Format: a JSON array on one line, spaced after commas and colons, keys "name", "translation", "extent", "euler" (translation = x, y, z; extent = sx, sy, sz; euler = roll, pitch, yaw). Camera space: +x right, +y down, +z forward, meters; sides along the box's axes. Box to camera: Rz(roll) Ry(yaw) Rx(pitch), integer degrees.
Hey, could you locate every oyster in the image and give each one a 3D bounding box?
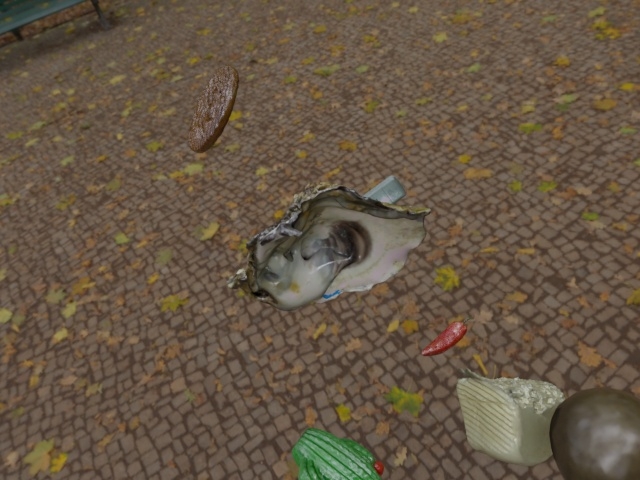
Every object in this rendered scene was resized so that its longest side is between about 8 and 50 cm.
[{"name": "oyster", "translation": [0.010, 0.008, 0.587], "extent": [0.223, 0.214, 0.083], "euler": [3, 53, -23]}]

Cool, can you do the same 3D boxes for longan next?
[{"name": "longan", "translation": [0.663, 0.473, 1.119], "extent": [0.258, 0.258, 0.258], "euler": [-9, 44, 9]}]

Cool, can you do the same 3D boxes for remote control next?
[{"name": "remote control", "translation": [0.103, -0.071, 0.928], "extent": [0.124, 0.053, 0.018], "euler": [-37, 25, 14]}]

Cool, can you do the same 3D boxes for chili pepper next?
[{"name": "chili pepper", "translation": [0.486, 0.370, 1.846], "extent": [0.272, 0.063, 0.071], "euler": [-33, 70, -22]}]

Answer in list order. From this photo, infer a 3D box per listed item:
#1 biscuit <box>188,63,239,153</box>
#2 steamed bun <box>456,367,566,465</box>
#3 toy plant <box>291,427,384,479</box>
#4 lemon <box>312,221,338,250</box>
[{"name": "biscuit", "translation": [-0.219, -0.262, 0.969], "extent": [0.188, 0.027, 0.187], "euler": [-29, 51, 44]}, {"name": "steamed bun", "translation": [0.586, 0.509, 1.438], "extent": [0.273, 0.290, 0.273], "euler": [-4, 86, -14]}, {"name": "toy plant", "translation": [0.057, 0.443, 0.925], "extent": [0.240, 0.088, 0.154], "euler": [23, 18, -11]}, {"name": "lemon", "translation": [0.000, 0.000, 1.293], "extent": [0.109, 0.133, 0.109], "euler": [-12, 59, 20]}]
